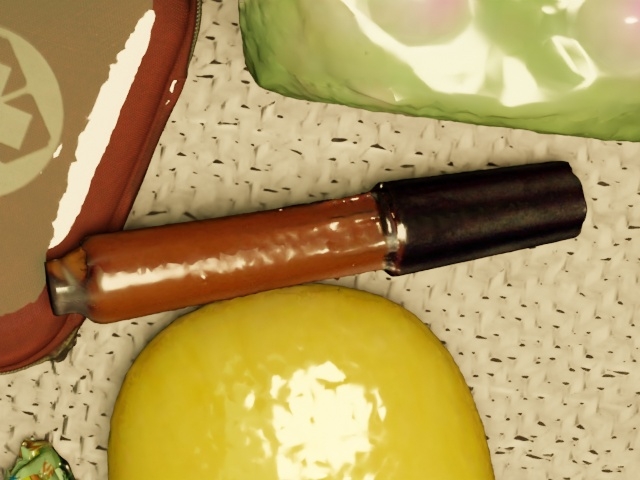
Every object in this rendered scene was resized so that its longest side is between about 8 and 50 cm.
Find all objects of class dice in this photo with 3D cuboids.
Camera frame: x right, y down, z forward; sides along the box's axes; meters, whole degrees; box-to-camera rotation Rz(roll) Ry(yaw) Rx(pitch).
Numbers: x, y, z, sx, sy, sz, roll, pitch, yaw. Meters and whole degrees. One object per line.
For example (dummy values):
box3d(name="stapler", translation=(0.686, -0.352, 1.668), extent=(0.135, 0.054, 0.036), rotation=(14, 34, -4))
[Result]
box3d(name="dice", translation=(0.116, -0.242, 1.078), extent=(0.318, 0.330, 0.322), rotation=(7, 98, 1))

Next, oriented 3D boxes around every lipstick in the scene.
box3d(name="lipstick", translation=(0.000, 0.000, 1.191), extent=(0.418, 0.077, 0.077), rotation=(-10, 97, -12))

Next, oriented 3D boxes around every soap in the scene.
box3d(name="soap", translation=(-0.006, 0.245, 1.245), extent=(0.306, 0.115, 0.427), rotation=(-10, 97, 5))

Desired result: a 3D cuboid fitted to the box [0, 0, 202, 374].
box3d(name="box", translation=(-0.256, -0.098, 1.206), extent=(0.263, 0.108, 0.404), rotation=(22, 96, -3))

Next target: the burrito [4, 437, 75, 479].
box3d(name="burrito", translation=(-0.212, 0.307, 1.260), extent=(0.054, 0.104, 0.288), rotation=(-9, 101, 33))
